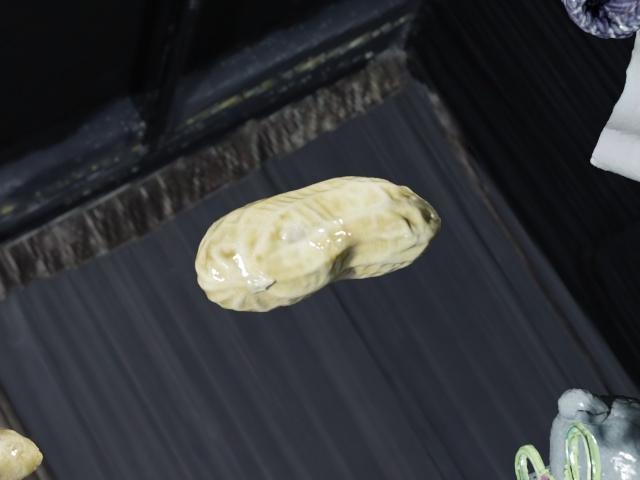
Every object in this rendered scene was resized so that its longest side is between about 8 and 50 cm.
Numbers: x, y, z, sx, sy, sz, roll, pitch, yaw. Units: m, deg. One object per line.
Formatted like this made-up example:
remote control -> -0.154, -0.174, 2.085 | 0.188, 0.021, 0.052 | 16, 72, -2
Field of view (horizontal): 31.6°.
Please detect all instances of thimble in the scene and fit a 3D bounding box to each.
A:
thimble -> 0.295, -0.258, 1.149 | 0.095, 0.066, 0.104 | -38, -44, 27

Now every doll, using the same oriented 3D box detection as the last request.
doll -> 0.334, 0.324, 1.298 | 0.158, 0.246, 0.340 | -59, -16, -49

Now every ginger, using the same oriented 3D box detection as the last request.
ginger -> -0.351, 0.238, 1.204 | 0.095, 0.069, 0.190 | -32, -5, -22

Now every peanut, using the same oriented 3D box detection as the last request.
peanut -> 0.000, 0.000, 1.422 | 0.325, 0.140, 0.153 | -13, 11, -14

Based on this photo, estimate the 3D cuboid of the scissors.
scissors -> 0.220, 0.260, 0.987 | 0.020, 0.187, 0.133 | -2, -20, -20

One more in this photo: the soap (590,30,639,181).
soap -> 0.533, -0.111, 1.215 | 0.435, 0.350, 0.213 | -120, 46, -74
